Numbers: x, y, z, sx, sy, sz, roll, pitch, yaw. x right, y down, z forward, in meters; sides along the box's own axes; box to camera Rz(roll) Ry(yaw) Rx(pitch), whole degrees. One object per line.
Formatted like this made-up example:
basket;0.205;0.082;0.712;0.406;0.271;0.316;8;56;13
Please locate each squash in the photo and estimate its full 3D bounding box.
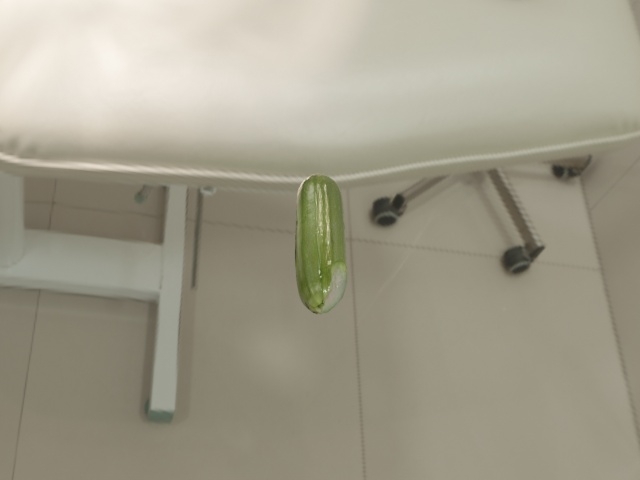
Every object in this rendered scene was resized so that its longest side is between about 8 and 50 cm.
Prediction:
squash;0.000;0.000;1.202;0.069;0.069;0.238;11;46;-12
